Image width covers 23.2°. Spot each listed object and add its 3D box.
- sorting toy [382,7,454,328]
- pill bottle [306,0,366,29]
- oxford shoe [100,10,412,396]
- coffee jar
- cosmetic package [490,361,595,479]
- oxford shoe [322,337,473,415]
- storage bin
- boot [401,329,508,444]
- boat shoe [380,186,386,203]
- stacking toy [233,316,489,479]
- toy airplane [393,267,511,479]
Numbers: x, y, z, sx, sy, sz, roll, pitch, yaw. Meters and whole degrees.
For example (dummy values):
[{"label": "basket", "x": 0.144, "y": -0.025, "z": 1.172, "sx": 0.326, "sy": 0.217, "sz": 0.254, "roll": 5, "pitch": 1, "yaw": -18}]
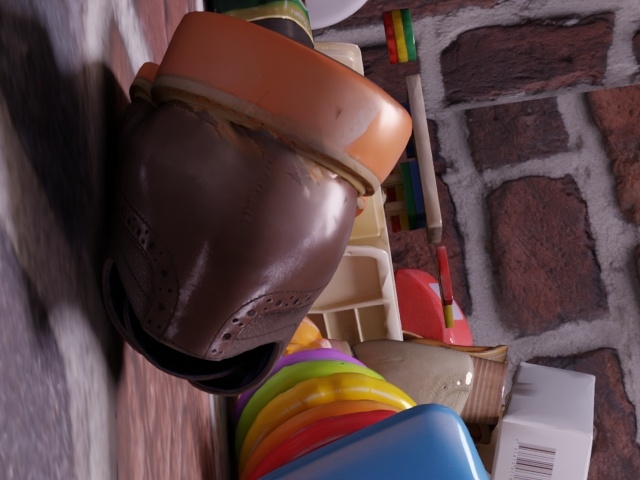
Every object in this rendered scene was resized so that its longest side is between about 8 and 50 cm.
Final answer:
[{"label": "sorting toy", "x": 0.076, "y": -0.058, "z": 1.377, "sx": 0.132, "sy": 0.046, "sz": 0.274, "roll": 58, "pitch": 24, "yaw": -83}, {"label": "pill bottle", "x": -0.015, "y": -0.303, "z": 1.543, "sx": 0.283, "sy": 0.160, "sz": 0.160, "roll": -88, "pitch": 170, "yaw": -75}, {"label": "oxford shoe", "x": -0.054, "y": -0.004, "z": 0.720, "sx": 0.364, "sy": 0.130, "sz": 0.133, "roll": 123, "pitch": -8, "yaw": -84}, {"label": "coffee jar", "x": -0.055, "y": -0.218, "z": 1.305, "sx": 0.096, "sy": 0.079, "sz": 0.184, "roll": 40, "pitch": 40, "yaw": -69}, {"label": "cosmetic package", "x": 0.208, "y": 0.338, "z": 1.607, "sx": 0.284, "sy": 0.097, "sz": 0.377, "roll": -41, "pitch": 139, "yaw": -79}, {"label": "oxford shoe", "x": 0.051, "y": 0.221, "z": 1.317, "sx": 0.397, "sy": 0.146, "sz": 0.140, "roll": 94, "pitch": -10, "yaw": -55}, {"label": "storage bin", "x": 0.000, "y": 0.000, "z": 1.379, "sx": 0.260, "sy": 0.123, "sz": 0.262, "roll": 79, "pitch": 4, "yaw": -45}, {"label": "boot", "x": 0.077, "y": 0.142, "z": 1.598, "sx": 0.283, "sy": 0.220, "sz": 0.109, "roll": 7, "pitch": 93, "yaw": -83}, {"label": "boat shoe", "x": 0.011, "y": -0.048, "z": 1.736, "sx": 0.123, "sy": 0.123, "sz": 0.342, "roll": -93, "pitch": 174, "yaw": -63}, {"label": "stacking toy", "x": 0.002, "y": 0.131, "z": 1.034, "sx": 0.302, "sy": 0.165, "sz": 0.175, "roll": -116, "pitch": -179, "yaw": -60}, {"label": "toy airplane", "x": 0.140, "y": 0.274, "z": 1.866, "sx": 0.386, "sy": 0.272, "sz": 0.384, "roll": -70, "pitch": 146, "yaw": -45}]
